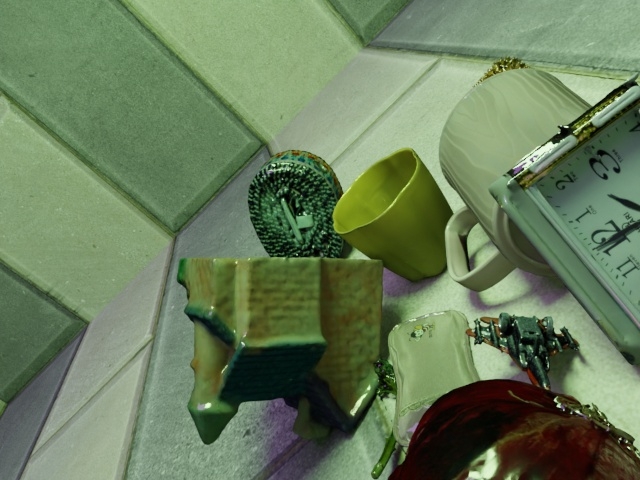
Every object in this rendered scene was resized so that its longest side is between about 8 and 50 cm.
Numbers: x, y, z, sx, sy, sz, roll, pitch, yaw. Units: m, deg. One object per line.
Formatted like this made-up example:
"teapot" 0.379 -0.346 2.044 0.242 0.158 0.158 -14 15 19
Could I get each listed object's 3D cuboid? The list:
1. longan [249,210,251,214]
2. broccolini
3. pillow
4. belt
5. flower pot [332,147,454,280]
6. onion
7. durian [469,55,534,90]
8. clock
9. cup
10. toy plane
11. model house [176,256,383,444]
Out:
"longan" -0.082 -0.105 1.457 0.245 0.215 0.246 -18 21 7
"broccolini" 0.096 0.240 0.758 0.052 0.054 0.194 -8 28 12
"pillow" 0.156 0.180 0.759 0.130 0.038 0.233 -23 29 18
"belt" -0.040 -0.060 1.257 0.206 0.295 0.160 -23 20 13
"flower pot" 0.147 -0.034 0.961 0.195 0.179 0.195 -38 25 21
"onion" 0.157 0.225 0.443 0.281 0.221 0.281 -47 13 15
"durian" 0.361 -0.281 1.071 0.168 0.137 0.158 -34 3 8
"clock" 0.325 -0.018 0.570 0.186 0.253 0.083 -39 -8 18
"cup" 0.273 -0.086 0.776 0.288 0.208 0.273 -30 27 14
"toy plane" 0.234 0.119 0.615 0.189 0.130 0.061 -25 -60 -80
"model house" -0.066 0.167 0.864 0.245 0.312 0.280 -3 85 55
